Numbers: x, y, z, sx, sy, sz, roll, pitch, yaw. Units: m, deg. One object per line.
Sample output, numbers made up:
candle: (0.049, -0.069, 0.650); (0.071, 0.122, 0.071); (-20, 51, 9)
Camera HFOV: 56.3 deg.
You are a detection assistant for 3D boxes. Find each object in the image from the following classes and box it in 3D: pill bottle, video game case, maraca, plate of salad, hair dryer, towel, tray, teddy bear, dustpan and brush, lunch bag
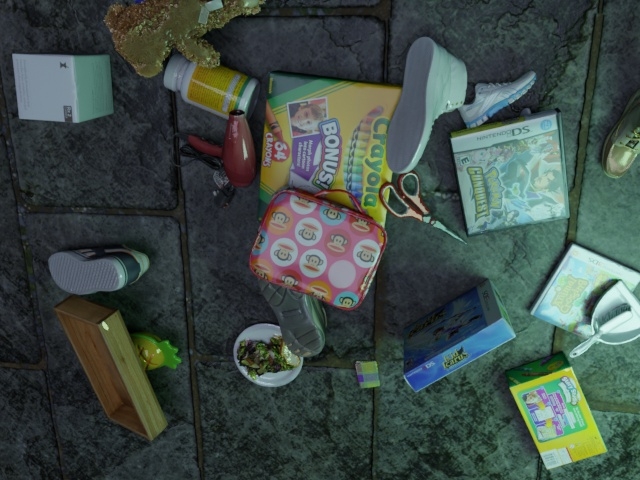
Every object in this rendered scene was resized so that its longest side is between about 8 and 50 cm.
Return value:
pill bottle: (-0.259, -0.366, 1.426); (0.208, 0.117, 0.118); (22, 110, 1)
video game case: (0.327, 0.225, 1.467); (0.269, 0.244, 0.061); (-34, 99, 16)
maraca: (-0.479, 0.313, 1.683); (0.185, 0.099, 0.127); (4, 128, 16)
video game case: (0.447, -0.151, 1.409); (0.248, 0.035, 0.275); (-12, 119, 11)
plate of salad: (-0.149, 0.327, 1.672); (0.199, 0.048, 0.200); (2, 109, 7)
hair dryer: (-0.253, -0.209, 1.444); (0.223, 0.080, 0.293); (45, 133, -9)
towel: (0.132, 0.371, 1.666); (0.060, 0.009, 0.083); (-9, 107, 10)
tray: (-0.568, 0.349, 1.641); (0.202, 0.076, 0.411); (10, 127, 34)
video game case: (0.664, 0.134, 1.506); (0.193, 0.023, 0.212); (24, 110, 0)
teddy bear: (-0.284, -0.495, 1.274); (0.245, 0.113, 0.338); (34, 106, -35)
dustpan and brush: (0.702, 0.217, 1.481); (0.211, 0.060, 0.147); (-39, 99, 17)
lunch bag: (0.000, 0.000, 1.389); (0.293, 0.120, 0.258); (22, 97, -1)

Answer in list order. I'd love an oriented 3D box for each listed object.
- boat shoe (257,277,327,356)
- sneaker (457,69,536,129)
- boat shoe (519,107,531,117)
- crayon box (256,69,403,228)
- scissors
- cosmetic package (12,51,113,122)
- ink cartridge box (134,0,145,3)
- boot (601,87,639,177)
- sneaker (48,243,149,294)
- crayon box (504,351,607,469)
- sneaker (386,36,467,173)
boat shoe: (-0.072, 0.124, 1.554); (0.132, 0.130, 0.356); (-9, 104, 16)
sneaker: (0.399, -0.337, 1.369); (0.190, 0.071, 0.083); (-35, 94, 17)
boat shoe: (0.487, -0.260, 1.401); (0.035, 0.035, 0.100); (-8, 105, -18)
crayon box: (0.021, -0.205, 1.443); (0.313, 0.106, 0.363); (8, 109, 5)
scissors: (0.251, -0.049, 1.453); (0.109, 0.021, 0.297); (-44, 119, -2)
cosmetic package: (-0.611, -0.372, 1.439); (0.151, 0.184, 0.151); (4, 108, 7)
ink cartridge box: (-0.358, -0.681, 1.324); (0.270, 0.151, 0.395); (-40, 100, 18)
boot: (0.697, -0.228, 1.307); (0.077, 0.165, 0.213); (20, 108, 2)
sneaker: (-0.599, 0.077, 1.626); (0.321, 0.127, 0.126); (3, 107, 33)
crayon box: (0.622, 0.452, 1.585); (0.165, 0.081, 0.278); (-23, 103, 14)
sneaker: (0.251, -0.283, 1.341); (0.108, 0.169, 0.293); (22, 101, 44)
